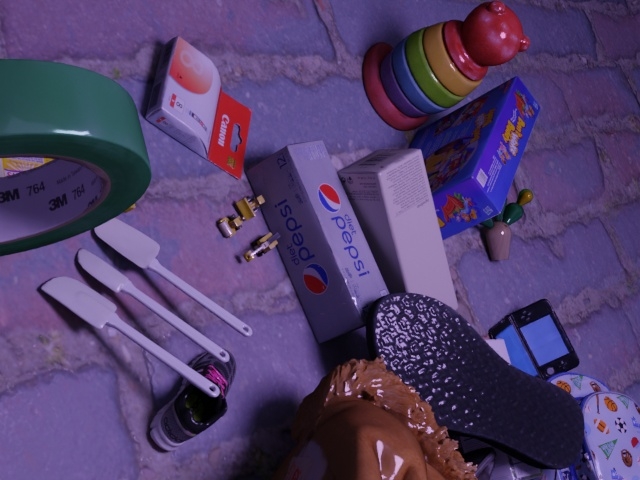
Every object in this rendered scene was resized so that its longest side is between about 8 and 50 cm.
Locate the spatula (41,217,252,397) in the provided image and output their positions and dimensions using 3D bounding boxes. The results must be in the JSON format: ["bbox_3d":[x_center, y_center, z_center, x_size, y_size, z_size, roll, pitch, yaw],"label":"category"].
[{"bbox_3d":[-0.199,0.079,1.257,0.242,0.019,0.168,35,35,-4],"label":"spatula"}]

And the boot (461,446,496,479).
[{"bbox_3d":[0.240,0.469,1.544,0.229,0.091,0.263,54,48,-12],"label":"boot"}]

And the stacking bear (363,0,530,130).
[{"bbox_3d":[0.233,-0.326,1.840,0.175,0.289,0.164,51,39,-15],"label":"stacking bear"}]

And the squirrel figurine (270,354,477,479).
[{"bbox_3d":[0.127,0.350,1.288,0.370,0.281,0.397,30,33,-15],"label":"squirrel figurine"}]

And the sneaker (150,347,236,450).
[{"bbox_3d":[-0.140,0.189,1.267,0.063,0.075,0.170,53,38,-12],"label":"sneaker"}]

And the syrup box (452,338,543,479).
[{"bbox_3d":[0.270,0.284,1.675,0.093,0.096,0.236,4,65,-49],"label":"syrup box"}]

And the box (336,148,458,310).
[{"bbox_3d":[0.122,0.002,1.588,0.113,0.094,0.275,-29,113,-39],"label":"box"}]

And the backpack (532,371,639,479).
[{"bbox_3d":[0.440,0.358,1.754,0.277,0.213,0.263,12,49,-43],"label":"backpack"}]

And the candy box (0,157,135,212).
[{"bbox_3d":[-0.324,-0.095,1.262,0.206,0.027,0.105,7,66,-47],"label":"candy box"}]

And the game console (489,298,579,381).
[{"bbox_3d":[0.396,0.198,1.889,0.144,0.124,0.085,63,11,0],"label":"game console"}]

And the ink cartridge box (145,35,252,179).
[{"bbox_3d":[-0.164,-0.192,1.497,0.179,0.045,0.145,31,48,-31],"label":"ink cartridge box"}]

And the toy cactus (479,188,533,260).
[{"bbox_3d":[0.329,-0.052,1.967,0.219,0.112,0.180,-2,89,-53],"label":"toy cactus"}]

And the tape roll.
[{"bbox_3d":[-0.329,-0.066,0.995,0.321,0.321,0.077,2,66,-49],"label":"tape roll"}]

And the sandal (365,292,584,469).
[{"bbox_3d":[0.217,0.229,1.549,0.446,0.107,0.167,35,64,-26],"label":"sandal"}]

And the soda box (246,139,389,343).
[{"bbox_3d":[0.000,0.000,1.528,0.091,0.098,0.286,-17,81,-51],"label":"soda box"}]

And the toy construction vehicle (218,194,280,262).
[{"bbox_3d":[-0.096,-0.020,1.478,0.098,0.035,0.085,-34,95,-53],"label":"toy construction vehicle"}]

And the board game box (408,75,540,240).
[{"bbox_3d":[0.231,-0.125,1.763,0.078,0.233,0.347,50,39,-16],"label":"board game box"}]
